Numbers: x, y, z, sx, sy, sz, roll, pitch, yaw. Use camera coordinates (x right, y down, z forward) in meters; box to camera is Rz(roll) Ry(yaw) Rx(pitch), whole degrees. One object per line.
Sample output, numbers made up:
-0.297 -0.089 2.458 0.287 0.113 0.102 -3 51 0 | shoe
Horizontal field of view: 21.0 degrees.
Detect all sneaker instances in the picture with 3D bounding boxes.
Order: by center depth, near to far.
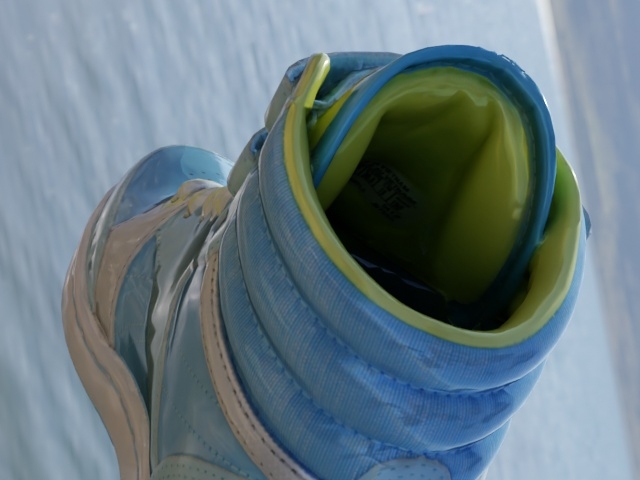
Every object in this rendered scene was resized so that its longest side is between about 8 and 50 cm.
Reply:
0.000 0.000 0.601 0.319 0.127 0.208 -116 -138 -56 | sneaker
